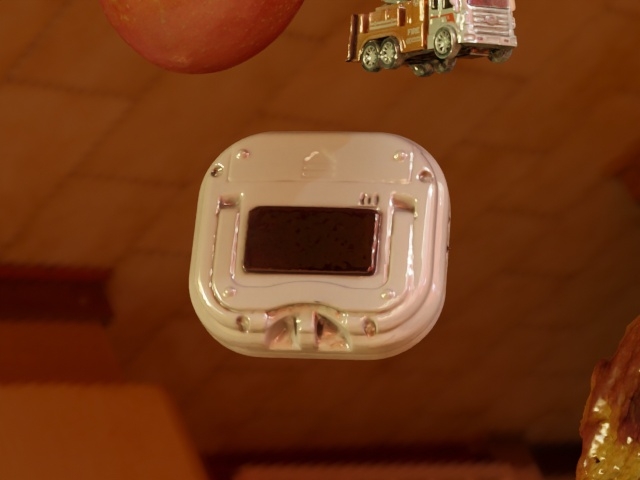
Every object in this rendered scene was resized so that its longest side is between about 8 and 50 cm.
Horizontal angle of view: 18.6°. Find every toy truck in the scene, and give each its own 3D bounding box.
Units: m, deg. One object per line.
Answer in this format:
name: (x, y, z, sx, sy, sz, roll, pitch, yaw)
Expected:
toy truck: (0.109, -0.221, 1.875, 0.080, 0.115, 0.177, 1, 178, -36)

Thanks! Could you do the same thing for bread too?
bread: (0.303, 0.164, 1.571, 0.135, 0.247, 0.232, 22, 106, -17)

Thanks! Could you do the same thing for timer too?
timer: (0.000, 0.000, 1.979, 0.262, 0.237, 0.087, 1, 155, 10)

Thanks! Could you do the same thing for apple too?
apple: (-0.089, -0.225, 1.548, 0.168, 0.181, 0.181, -31, 155, 29)
